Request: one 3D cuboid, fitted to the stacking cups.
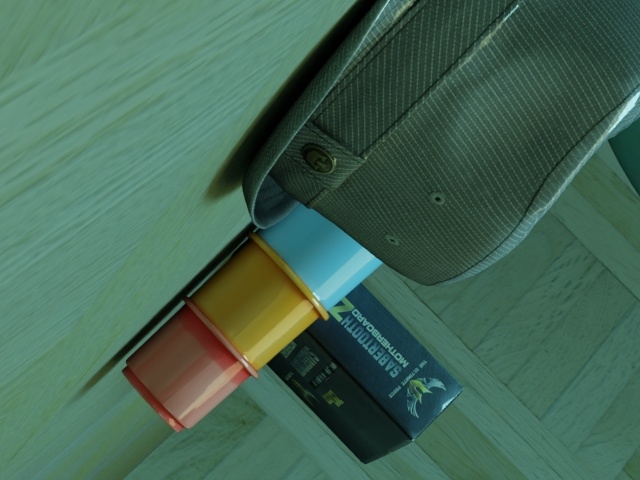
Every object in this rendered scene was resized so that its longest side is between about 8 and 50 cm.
[{"bbox_3d":[0.000,0.000,1.170,0.316,0.096,0.096,-41,177,-2],"label":"stacking cups"}]

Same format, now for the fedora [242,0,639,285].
[{"bbox_3d":[0.084,-0.072,0.866,0.244,0.124,0.275,-42,176,-46],"label":"fedora"}]

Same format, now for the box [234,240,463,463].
[{"bbox_3d":[0.006,0.080,1.315,0.059,0.183,0.232,-44,178,-13],"label":"box"}]

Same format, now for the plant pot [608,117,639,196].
[{"bbox_3d":[0.319,-0.120,1.275,0.271,0.255,0.271,-45,177,-3],"label":"plant pot"}]
